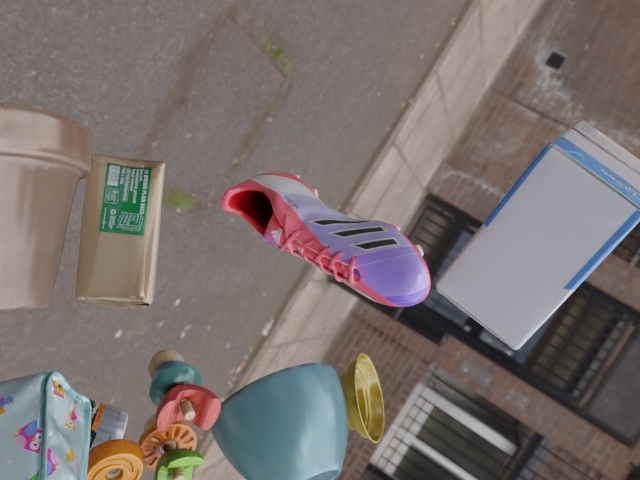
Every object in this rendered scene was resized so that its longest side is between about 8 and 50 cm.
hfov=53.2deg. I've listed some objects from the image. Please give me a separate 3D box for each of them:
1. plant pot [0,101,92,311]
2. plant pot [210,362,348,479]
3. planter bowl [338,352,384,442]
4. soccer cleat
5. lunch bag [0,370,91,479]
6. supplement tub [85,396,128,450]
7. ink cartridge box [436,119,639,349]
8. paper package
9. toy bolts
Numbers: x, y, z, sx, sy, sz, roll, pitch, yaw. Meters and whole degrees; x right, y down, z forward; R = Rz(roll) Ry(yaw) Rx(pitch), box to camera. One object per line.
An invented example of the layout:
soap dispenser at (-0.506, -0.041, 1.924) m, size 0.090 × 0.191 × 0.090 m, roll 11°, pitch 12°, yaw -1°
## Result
plant pot at (-0.414, -0.027, 0.775) m, size 0.263 × 0.263 × 0.229 m, roll 17°, pitch 70°, yaw -75°
plant pot at (-0.058, 0.412, 1.313) m, size 0.290 × 0.195 × 0.290 m, roll -21°, pitch 148°, yaw -14°
planter bowl at (0.082, 0.392, 1.577) m, size 0.217 × 0.091 × 0.217 m, roll -13°, pitch 90°, yaw -72°
soccer cleat at (0.000, 0.000, 0.648) m, size 0.095 × 0.248 × 0.083 m, roll -16°, pitch 129°, yaw -39°
lunch bag at (-0.415, 0.318, 0.793) m, size 0.160 × 0.224 × 0.262 m, roll 86°, pitch -6°, yaw -61°
supplement tub at (-0.702, 0.506, 1.726) m, size 0.193 × 0.316 × 0.193 m, roll -57°, pitch -162°, yaw 31°
ink cartridge box at (0.304, -0.023, 0.843) m, size 0.223 × 0.129 × 0.307 m, roll -58°, pitch 165°, yaw 28°
paper package at (-0.461, -0.008, 1.481) m, size 0.309 × 0.168 × 0.324 m, roll 161°, pitch -66°, yaw -71°
toy bolts at (-0.286, 0.295, 1.062) m, size 0.218 × 0.158 × 0.228 m, roll 13°, pitch 110°, yaw -35°
